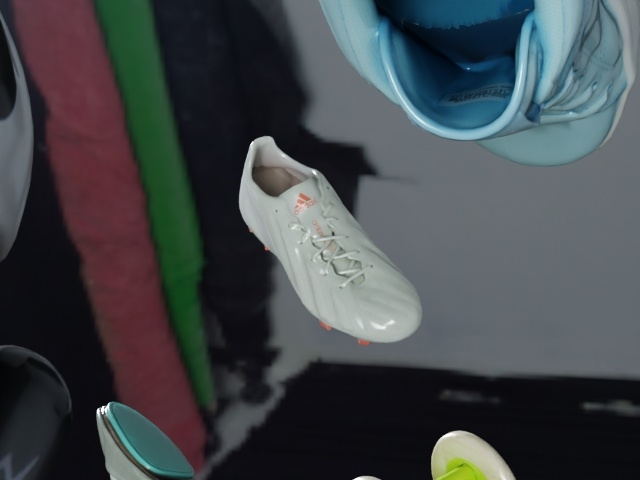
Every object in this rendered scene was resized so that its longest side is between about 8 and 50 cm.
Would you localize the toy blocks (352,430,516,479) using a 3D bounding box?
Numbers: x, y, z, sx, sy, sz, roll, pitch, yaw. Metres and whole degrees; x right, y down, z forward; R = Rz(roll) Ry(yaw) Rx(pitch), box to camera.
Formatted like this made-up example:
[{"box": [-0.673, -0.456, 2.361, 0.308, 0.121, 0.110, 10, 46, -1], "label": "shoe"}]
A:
[{"box": [0.004, 0.150, 0.580, 0.148, 0.054, 0.123, -23, -36, -32], "label": "toy blocks"}]

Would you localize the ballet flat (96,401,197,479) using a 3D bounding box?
[{"box": [-0.112, 0.196, 1.058, 0.072, 0.213, 0.068, 25, -83, -50], "label": "ballet flat"}]

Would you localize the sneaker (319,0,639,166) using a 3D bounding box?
[{"box": [0.062, -0.094, 0.641, 0.366, 0.135, 0.150, 48, -135, -58], "label": "sneaker"}]

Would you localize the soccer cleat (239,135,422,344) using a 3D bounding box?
[{"box": [0.000, 0.000, 1.009, 0.068, 0.196, 0.076, -25, -44, -24], "label": "soccer cleat"}]

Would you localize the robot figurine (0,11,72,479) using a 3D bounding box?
[{"box": [-0.172, 0.031, 0.306, 0.209, 0.174, 0.278, 76, -146, -63], "label": "robot figurine"}]
